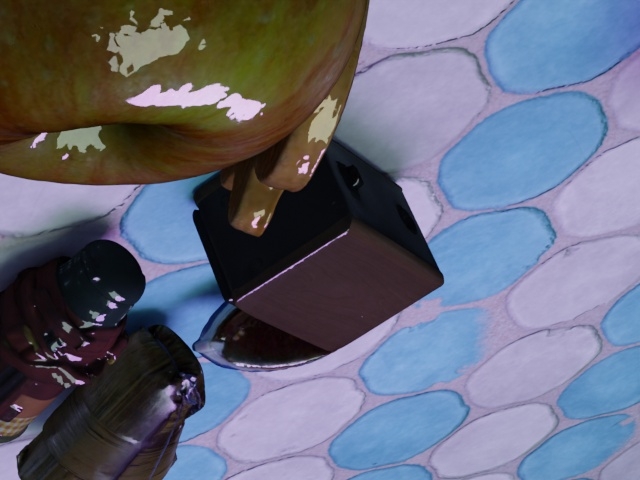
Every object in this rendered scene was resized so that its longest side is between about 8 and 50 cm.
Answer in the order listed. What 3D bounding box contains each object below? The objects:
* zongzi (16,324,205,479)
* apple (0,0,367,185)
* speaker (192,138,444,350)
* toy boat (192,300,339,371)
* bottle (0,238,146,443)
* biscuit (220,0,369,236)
[{"bbox_3d":[-0.204,0.219,2.319,0.286,0.138,0.300,-48,157,23],"label":"zongzi"},{"bbox_3d":[-0.161,-0.224,1.392,0.400,0.334,0.400,0,170,0],"label":"apple"},{"bbox_3d":[0.000,0.000,2.054,0.192,0.153,0.231,-33,149,16],"label":"speaker"},{"bbox_3d":[-0.033,0.092,2.243,0.262,0.114,0.115,-16,-174,-11],"label":"toy boat"},{"bbox_3d":[-0.296,0.108,2.038,0.271,0.143,0.156,-40,147,25],"label":"bottle"},{"bbox_3d":[-0.020,-0.141,1.658,0.052,0.275,0.355,16,170,-13],"label":"biscuit"}]
